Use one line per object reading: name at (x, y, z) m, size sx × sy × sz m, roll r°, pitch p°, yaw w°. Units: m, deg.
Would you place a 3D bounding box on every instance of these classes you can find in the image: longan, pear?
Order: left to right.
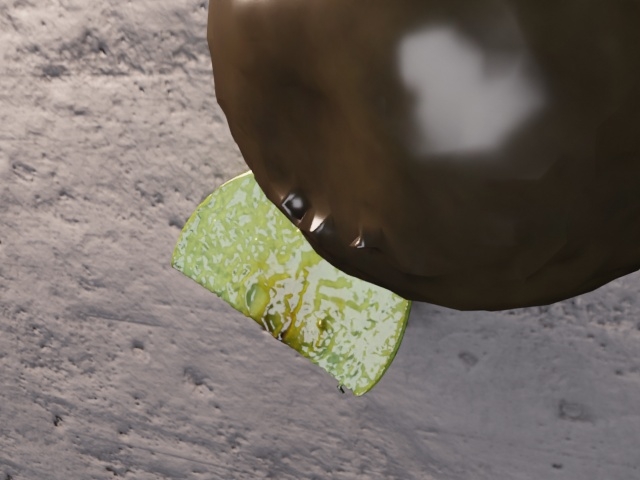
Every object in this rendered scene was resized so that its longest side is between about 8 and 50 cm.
pear at (0.004, 0.001, 1.019) m, size 0.288 × 0.139 × 0.239 m, roll 33°, pitch 117°, yaw 11°
longan at (0.118, -0.142, 0.682) m, size 0.435 × 0.404 × 0.404 m, roll -7°, pitch 117°, yaw 29°
